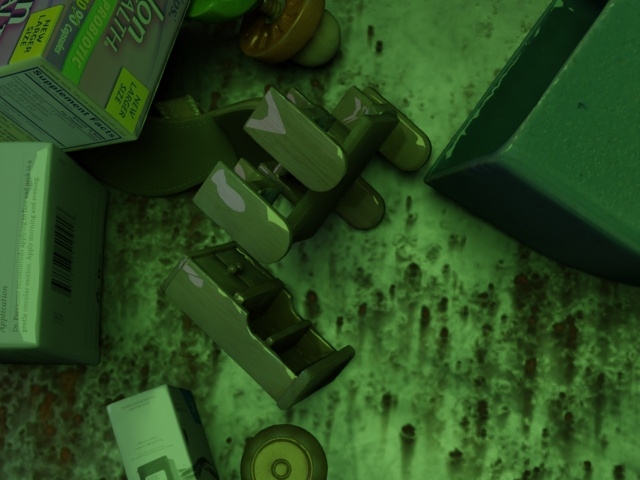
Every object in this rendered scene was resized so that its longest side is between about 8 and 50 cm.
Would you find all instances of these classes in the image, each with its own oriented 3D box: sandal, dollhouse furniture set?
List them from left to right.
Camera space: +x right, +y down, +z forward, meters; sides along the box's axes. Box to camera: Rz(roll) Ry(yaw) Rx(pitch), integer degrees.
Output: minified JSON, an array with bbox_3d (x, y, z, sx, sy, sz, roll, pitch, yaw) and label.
[{"bbox_3d":[-0.120,-0.105,1.023,0.240,0.079,0.088,-6,120,30],"label":"sandal"},{"bbox_3d":[0.000,0.000,0.923,0.161,0.212,0.242,42,112,13],"label":"dollhouse furniture set"}]

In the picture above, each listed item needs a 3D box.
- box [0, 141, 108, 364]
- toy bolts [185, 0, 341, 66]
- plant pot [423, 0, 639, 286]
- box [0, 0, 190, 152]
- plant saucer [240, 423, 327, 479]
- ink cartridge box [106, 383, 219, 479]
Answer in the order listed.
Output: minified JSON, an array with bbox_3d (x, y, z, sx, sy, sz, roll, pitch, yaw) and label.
[{"bbox_3d":[-0.279,0.019,0.959,0.119,0.182,0.181,0,79,5],"label":"box"},{"bbox_3d":[-0.043,-0.296,1.047,0.218,0.158,0.229,34,95,52],"label":"toy bolts"},{"bbox_3d":[0.280,-0.081,0.894,0.252,0.247,0.248,37,85,-6],"label":"plant pot"},{"bbox_3d":[-0.254,-0.195,0.954,0.242,0.117,0.214,-4,58,36],"label":"box"},{"bbox_3d":[-0.035,0.214,0.977,0.083,0.015,0.084,-1,79,7],"label":"plant saucer"},{"bbox_3d":[-0.126,0.226,0.940,0.060,0.104,0.180,-20,78,1],"label":"ink cartridge box"}]
